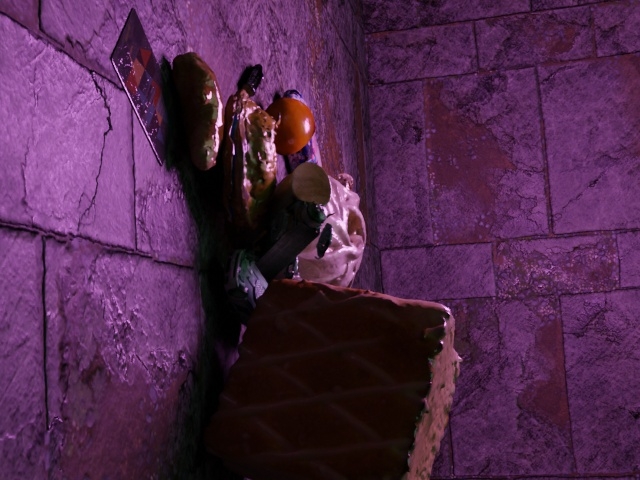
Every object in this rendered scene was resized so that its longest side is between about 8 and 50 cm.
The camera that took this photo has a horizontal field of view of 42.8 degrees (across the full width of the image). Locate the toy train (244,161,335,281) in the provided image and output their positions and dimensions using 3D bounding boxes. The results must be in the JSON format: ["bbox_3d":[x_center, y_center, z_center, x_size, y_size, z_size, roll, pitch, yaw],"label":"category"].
[{"bbox_3d":[-0.060,-0.025,1.642,0.307,0.126,0.189,-43,-153,55],"label":"toy train"}]

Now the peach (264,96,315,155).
[{"bbox_3d":[-0.077,-0.273,1.927,0.138,0.138,0.138,-5,90,-78],"label":"peach"}]

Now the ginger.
[{"bbox_3d":[-0.205,-0.219,1.424,0.115,0.081,0.205,1,83,-68],"label":"ginger"}]

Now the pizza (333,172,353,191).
[{"bbox_3d":[0.015,-0.053,2.275,0.289,0.081,0.229,114,-10,-56],"label":"pizza"}]

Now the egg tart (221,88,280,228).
[{"bbox_3d":[-0.129,-0.161,1.567,0.291,0.107,0.291,179,-90,-88],"label":"egg tart"}]

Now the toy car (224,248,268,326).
[{"bbox_3d":[-0.145,0.102,1.578,0.224,0.076,0.090,65,28,-53],"label":"toy car"}]

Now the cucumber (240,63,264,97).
[{"bbox_3d":[-0.147,-0.368,1.841,0.163,0.039,0.043,-75,178,-53],"label":"cucumber"}]

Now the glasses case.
[{"bbox_3d":[-0.048,-0.242,2.156,0.125,0.076,0.327,-77,160,-51],"label":"glasses case"}]

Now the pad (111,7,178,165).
[{"bbox_3d":[-0.273,-0.240,1.293,0.211,0.003,0.143,72,18,-46],"label":"pad"}]

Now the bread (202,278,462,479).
[{"bbox_3d":[0.036,0.295,1.477,0.279,0.390,0.371,57,45,-52],"label":"bread"}]

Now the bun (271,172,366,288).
[{"bbox_3d":[0.000,0.000,1.958,0.365,0.219,0.365,-1,90,-78],"label":"bun"}]

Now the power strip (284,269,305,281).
[{"bbox_3d":[-0.079,0.207,1.753,0.080,0.048,0.286,164,-61,-84],"label":"power strip"}]
